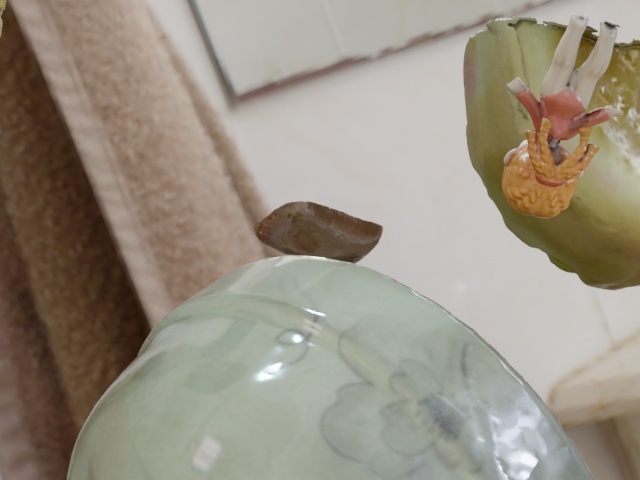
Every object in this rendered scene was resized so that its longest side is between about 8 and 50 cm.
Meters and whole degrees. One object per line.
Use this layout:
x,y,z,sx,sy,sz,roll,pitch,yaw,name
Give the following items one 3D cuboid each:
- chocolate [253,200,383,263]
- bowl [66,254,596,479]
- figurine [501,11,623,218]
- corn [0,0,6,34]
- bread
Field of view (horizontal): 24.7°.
0.000,0.000,1.158,0.064,0.031,0.100,-33,-37,33,chocolate
-0.015,0.175,0.723,0.163,0.307,0.307,-31,8,-38,bowl
0.125,-0.064,0.765,0.064,0.109,0.047,15,17,-6,figurine
-0.245,-0.253,0.728,0.130,0.347,0.130,-20,-5,-2,corn
0.195,-0.050,1.084,0.156,0.261,0.158,-41,0,-30,bread
